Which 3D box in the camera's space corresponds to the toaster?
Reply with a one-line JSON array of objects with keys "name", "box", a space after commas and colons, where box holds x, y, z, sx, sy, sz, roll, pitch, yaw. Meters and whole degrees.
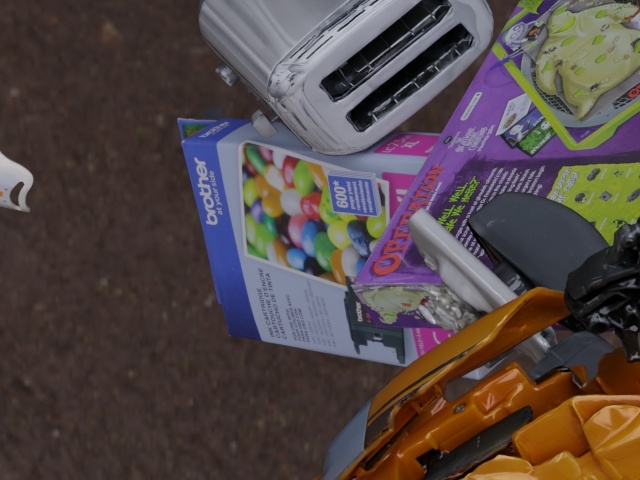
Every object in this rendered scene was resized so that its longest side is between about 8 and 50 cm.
[{"name": "toaster", "box": [0.029, -0.170, 1.329, 0.227, 0.129, 0.146, -38, 46, 3]}]

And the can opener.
[{"name": "can opener", "box": [0.133, 0.065, 0.783, 0.093, 0.074, 0.280, -37, 50, -4]}]

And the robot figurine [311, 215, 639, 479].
[{"name": "robot figurine", "box": [0.121, 0.081, 0.567, 0.291, 0.211, 0.085, -33, 19, 17]}]

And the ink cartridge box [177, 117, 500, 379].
[{"name": "ink cartridge box", "box": [0.000, 0.000, 1.430, 0.311, 0.185, 0.065, 9, 30, 40]}]

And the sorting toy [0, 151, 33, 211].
[{"name": "sorting toy", "box": [-0.282, -0.051, 1.522, 0.075, 0.083, 0.045, 19, 50, 2]}]

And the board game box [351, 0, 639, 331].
[{"name": "board game box", "box": [0.182, -0.079, 1.192, 0.208, 0.056, 0.347, 3, 47, 36]}]
